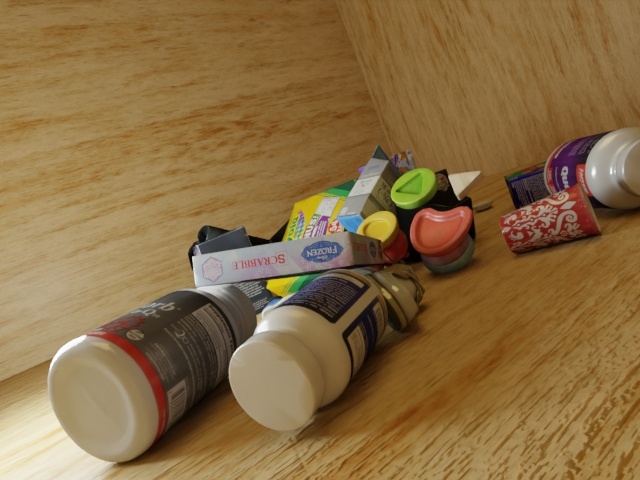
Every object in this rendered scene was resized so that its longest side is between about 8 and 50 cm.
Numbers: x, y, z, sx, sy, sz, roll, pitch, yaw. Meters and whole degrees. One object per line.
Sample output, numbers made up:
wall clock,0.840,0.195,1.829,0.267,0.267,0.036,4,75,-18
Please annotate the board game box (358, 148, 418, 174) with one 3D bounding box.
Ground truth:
board game box,0.334,-0.187,1.839,0.233,0.347,0.078,-24,6,-21

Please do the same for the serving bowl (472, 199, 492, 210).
serving bowl,0.665,-0.139,1.758,0.083,0.027,0.083,-21,4,1

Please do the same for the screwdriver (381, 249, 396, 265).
screwdriver,0.178,0.059,0.997,0.024,0.170,0.025,-21,45,25

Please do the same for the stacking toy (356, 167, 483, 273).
stacking toy,0.283,-0.045,1.130,0.309,0.130,0.279,11,61,48

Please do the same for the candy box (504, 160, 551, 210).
candy box,0.793,-0.211,1.421,0.317,0.122,0.268,-18,5,23

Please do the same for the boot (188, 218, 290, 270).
boot,-0.289,-0.006,1.818,0.445,0.367,0.146,14,23,-32

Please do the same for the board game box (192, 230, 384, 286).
board game box,-0.047,0.044,0.926,0.318,0.066,0.318,-9,-6,18

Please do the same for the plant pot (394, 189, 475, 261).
plant pot,0.353,-0.050,1.278,0.167,0.187,0.188,1,18,42

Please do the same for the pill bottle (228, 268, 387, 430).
pill bottle,-0.007,0.150,0.642,0.153,0.153,0.264,-19,4,29

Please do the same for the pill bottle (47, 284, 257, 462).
pill bottle,-0.282,0.213,0.813,0.210,0.210,0.363,-19,5,23

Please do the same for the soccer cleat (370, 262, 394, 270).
soccer cleat,0.124,0.056,1.217,0.095,0.083,0.248,-1,-12,34

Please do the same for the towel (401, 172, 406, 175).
towel,0.257,-0.092,1.563,0.121,0.284,0.235,1,18,36

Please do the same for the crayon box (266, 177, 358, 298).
crayon box,0.000,0.000,1.433,0.313,0.106,0.363,-16,47,43

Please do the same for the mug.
mug,0.498,-0.029,0.931,0.169,0.150,0.113,-23,39,33

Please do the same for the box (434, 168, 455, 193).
box,0.437,-0.152,1.782,0.270,0.216,0.060,-22,5,-19

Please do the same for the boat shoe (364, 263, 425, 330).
boat shoe,0.147,0.094,0.856,0.103,0.113,0.302,-27,4,-2

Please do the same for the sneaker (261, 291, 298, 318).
sneaker,-0.101,0.185,1.276,0.152,0.058,0.084,-27,12,5

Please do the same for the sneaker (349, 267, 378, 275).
sneaker,0.076,0.109,1.128,0.258,0.094,0.091,-14,6,46

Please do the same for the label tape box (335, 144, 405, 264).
label tape box,0.221,-0.121,1.354,0.106,0.240,0.334,-7,45,50

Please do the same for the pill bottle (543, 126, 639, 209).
pill bottle,0.683,-0.166,1.019,0.181,0.181,0.323,-21,4,7

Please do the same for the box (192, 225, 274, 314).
box,-0.321,0.123,1.544,0.183,0.294,0.296,-23,4,-19
